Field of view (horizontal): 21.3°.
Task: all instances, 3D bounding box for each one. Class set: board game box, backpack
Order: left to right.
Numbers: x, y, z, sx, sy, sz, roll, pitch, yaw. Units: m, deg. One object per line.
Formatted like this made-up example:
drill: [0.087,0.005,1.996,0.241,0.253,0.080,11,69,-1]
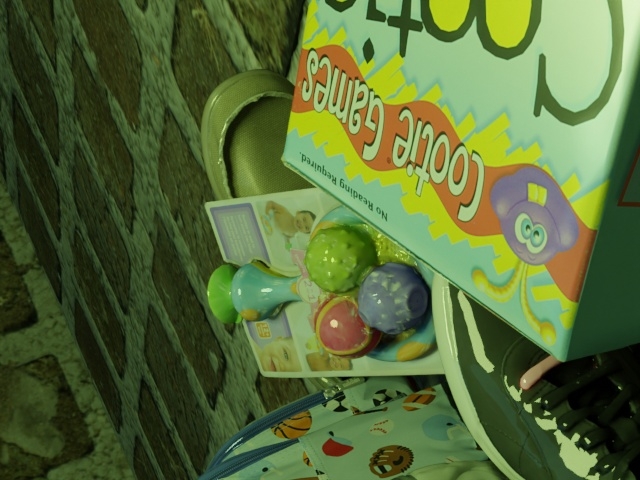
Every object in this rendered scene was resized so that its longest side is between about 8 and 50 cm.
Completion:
backpack: [0.014,0.229,1.162,0.213,0.263,0.276,44,151,55]
board game box: [0.102,-0.127,0.501,0.142,0.144,0.275,36,125,43]

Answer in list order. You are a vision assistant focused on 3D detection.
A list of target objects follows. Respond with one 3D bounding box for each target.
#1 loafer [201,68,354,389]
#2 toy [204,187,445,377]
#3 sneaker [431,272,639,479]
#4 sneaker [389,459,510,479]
loafer: [0.000,0.000,1.236,0.268,0.102,0.092,65,164,-20]
toy: [0.013,0.035,1.125,0.237,0.056,0.137,-4,109,45]
sneaker: [0.164,0.108,0.847,0.295,0.104,0.147,60,160,9]
sneaker: [0.093,0.236,0.970,0.129,0.111,0.297,-102,-4,-46]
